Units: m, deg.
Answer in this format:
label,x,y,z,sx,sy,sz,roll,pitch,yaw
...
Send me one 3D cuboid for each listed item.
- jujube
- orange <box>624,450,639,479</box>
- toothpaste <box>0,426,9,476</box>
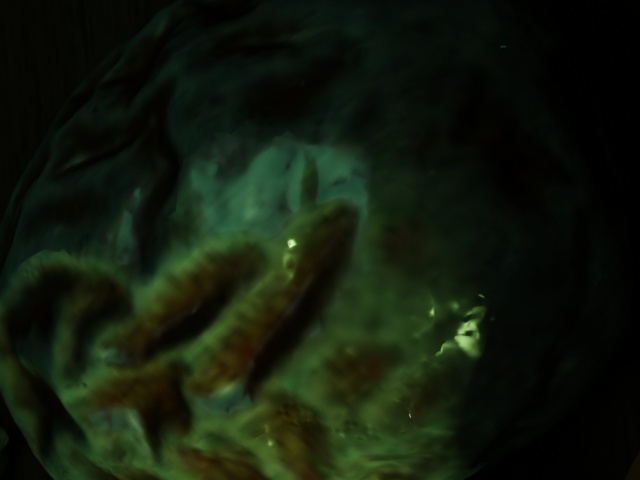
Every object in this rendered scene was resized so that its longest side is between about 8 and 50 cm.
label,x,y,z,sx,sy,sz,roll,pitch,yaw
jujube,-0.005,0.002,0.752,0.308,0.215,0.246,-46,59,34
orange,0.191,0.147,0.591,0.240,0.171,0.240,5,97,46
toothpaste,-0.262,0.175,1.176,0.218,0.041,0.064,-42,53,44
